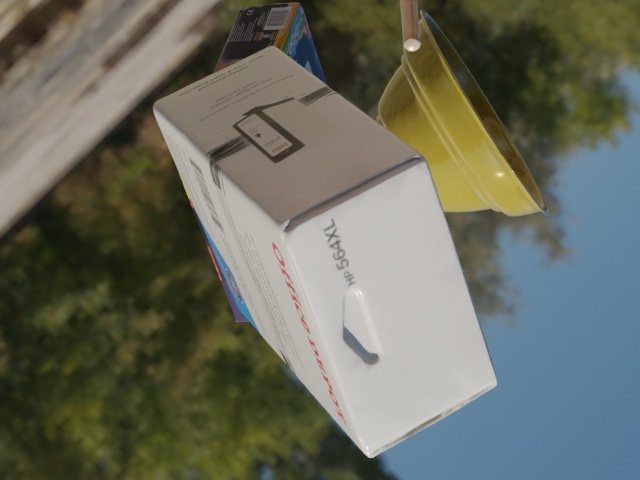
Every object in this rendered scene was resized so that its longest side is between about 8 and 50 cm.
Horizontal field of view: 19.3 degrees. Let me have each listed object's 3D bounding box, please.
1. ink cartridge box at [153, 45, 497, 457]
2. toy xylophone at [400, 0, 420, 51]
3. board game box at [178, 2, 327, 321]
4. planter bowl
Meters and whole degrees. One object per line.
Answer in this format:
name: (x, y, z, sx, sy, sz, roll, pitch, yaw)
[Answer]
ink cartridge box: (0.000, 0.000, 1.010, 0.086, 0.148, 0.203, -27, -150, -12)
toy xylophone: (0.111, -0.258, 1.251, 0.236, 0.081, 0.323, -43, -158, 19)
board game box: (-0.035, -0.053, 1.256, 0.048, 0.141, 0.170, -1, -139, 18)
planter bowl: (0.112, -0.094, 1.694, 0.090, 0.217, 0.217, -31, -173, 11)
